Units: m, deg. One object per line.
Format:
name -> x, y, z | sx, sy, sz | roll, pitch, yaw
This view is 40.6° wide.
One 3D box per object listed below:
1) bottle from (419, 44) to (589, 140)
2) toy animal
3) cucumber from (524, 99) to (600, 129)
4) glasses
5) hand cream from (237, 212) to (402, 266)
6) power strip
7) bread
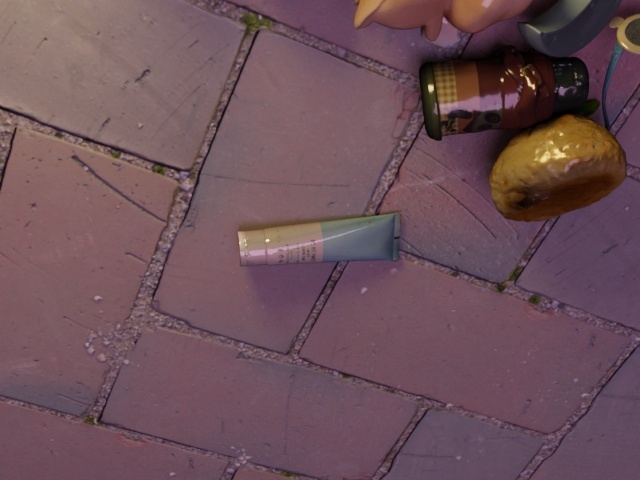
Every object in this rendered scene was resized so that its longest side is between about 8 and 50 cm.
bottle -> 0.302, -0.250, 1.427 | 0.271, 0.156, 0.143 | -7, 116, 7
toy animal -> 0.200, -0.394, 1.308 | 0.256, 0.195, 0.213 | 11, 130, -13
cucumber -> 0.411, -0.216, 1.525 | 0.168, 0.039, 0.039 | -11, 123, 3
glasses -> 0.567, -0.272, 1.443 | 0.190, 0.088, 0.220 | -14, 127, -14
hand cream -> 0.000, 0.000, 1.648 | 0.312, 0.070, 0.111 | -4, 122, -9
power strip -> 0.416, -0.395, 1.351 | 0.253, 0.054, 0.167 | -54, 146, 5
bread -> 0.404, -0.128, 1.495 | 0.244, 0.134, 0.244 | -10, 163, -3
